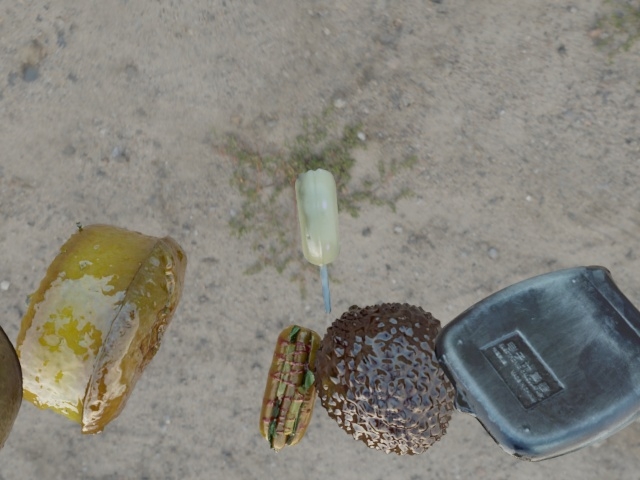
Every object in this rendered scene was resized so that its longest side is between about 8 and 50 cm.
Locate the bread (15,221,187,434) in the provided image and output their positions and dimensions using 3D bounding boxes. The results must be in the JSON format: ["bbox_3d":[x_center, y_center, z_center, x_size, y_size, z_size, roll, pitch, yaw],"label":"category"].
[{"bbox_3d":[-0.318,0.090,1.116,0.194,0.340,0.179,19,142,4],"label":"bread"}]

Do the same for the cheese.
[{"bbox_3d":[0.001,0.006,1.348,0.071,0.163,0.248,-6,82,-1],"label":"cheese"}]

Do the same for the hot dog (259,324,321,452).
[{"bbox_3d":[-0.057,0.290,1.469,0.104,0.076,0.250,14,87,2],"label":"hot dog"}]

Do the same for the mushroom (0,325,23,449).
[{"bbox_3d":[-0.414,0.155,0.729,0.253,0.253,0.153,-11,142,-5],"label":"mushroom"}]

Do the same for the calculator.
[{"bbox_3d":[0.237,0.114,0.753,0.268,0.177,0.040,-21,148,-26],"label":"calculator"}]

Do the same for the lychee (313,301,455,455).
[{"bbox_3d":[0.116,0.239,1.359,0.276,0.304,0.275,-20,144,-15],"label":"lychee"}]
